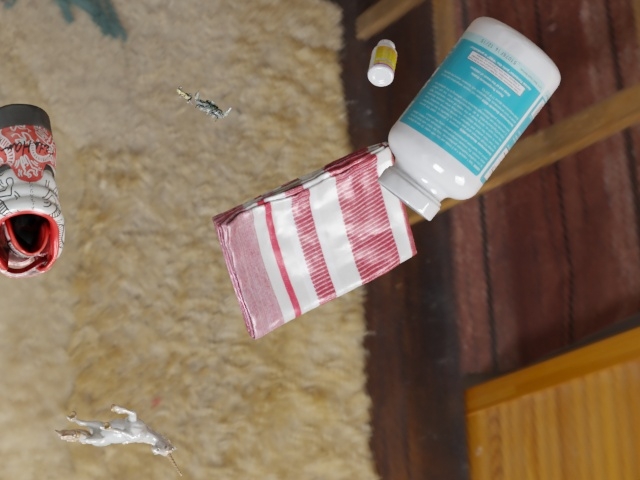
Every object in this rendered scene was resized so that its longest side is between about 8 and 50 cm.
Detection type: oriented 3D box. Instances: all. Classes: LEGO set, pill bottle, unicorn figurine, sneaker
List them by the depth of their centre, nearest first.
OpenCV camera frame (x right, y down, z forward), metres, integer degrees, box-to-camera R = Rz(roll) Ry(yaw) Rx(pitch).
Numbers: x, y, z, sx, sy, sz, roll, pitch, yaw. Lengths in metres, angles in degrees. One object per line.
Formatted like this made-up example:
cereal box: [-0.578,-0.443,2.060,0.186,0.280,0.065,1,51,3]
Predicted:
sneaker: [-0.334,-0.009,1.217,0.090,0.270,0.145,1,57,-25]
LEGO set: [-0.145,-0.165,1.417,0.054,0.083,0.023,37,76,-37]
pill bottle: [0.191,-0.158,1.541,0.146,0.146,0.264,37,91,-14]
unicorn figurine: [-0.274,0.265,1.575,0.111,0.162,0.060,45,56,-52]
pill bottle: [0.105,-0.298,1.912,0.043,0.043,0.083,30,45,-19]

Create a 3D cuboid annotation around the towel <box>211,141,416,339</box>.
towel: [0.000,0.000,1.886,0.329,0.037,0.237,-26,122,-17]
